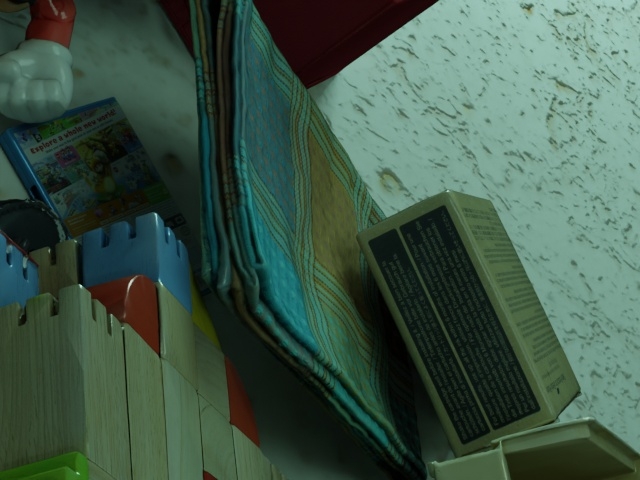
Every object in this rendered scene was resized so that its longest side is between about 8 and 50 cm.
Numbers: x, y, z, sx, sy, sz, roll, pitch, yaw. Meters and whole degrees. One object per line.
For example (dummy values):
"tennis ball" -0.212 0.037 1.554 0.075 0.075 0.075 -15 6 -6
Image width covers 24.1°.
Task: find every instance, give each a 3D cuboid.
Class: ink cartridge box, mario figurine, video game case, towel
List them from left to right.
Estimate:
"mario figurine" -0.164 -0.208 1.039 0.320 0.170 0.198 -26 85 -35
"video game case" -0.151 -0.020 1.094 0.119 0.015 0.166 -27 86 -53
"towel" 0.000 0.000 1.101 0.370 0.040 0.271 53 26 -54
"ink cartridge box" 0.126 0.064 1.220 0.193 0.088 0.235 66 12 7

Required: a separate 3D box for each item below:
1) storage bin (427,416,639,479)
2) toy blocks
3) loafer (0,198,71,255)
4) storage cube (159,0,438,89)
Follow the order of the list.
"storage bin" 0.181 0.276 1.047 0.260 0.123 0.262 37 41 -66
"toy blocks" -0.113 0.111 0.855 0.381 0.191 0.261 54 23 -55
"loafer" -0.216 0.067 0.889 0.109 0.095 0.302 45 39 -14
"storage cube" -0.009 -0.243 1.266 0.183 0.193 0.215 58 36 0
